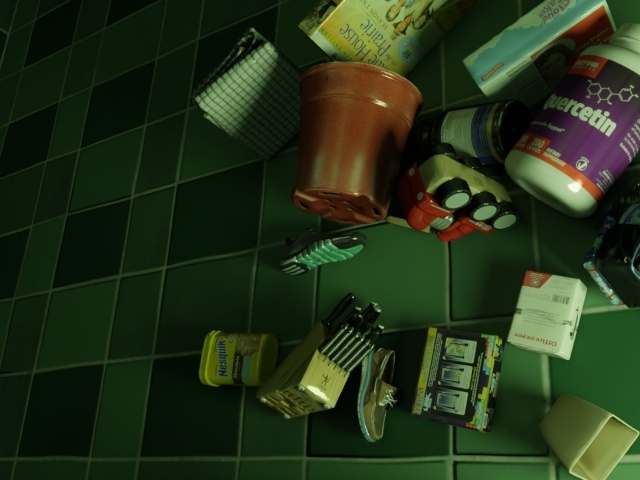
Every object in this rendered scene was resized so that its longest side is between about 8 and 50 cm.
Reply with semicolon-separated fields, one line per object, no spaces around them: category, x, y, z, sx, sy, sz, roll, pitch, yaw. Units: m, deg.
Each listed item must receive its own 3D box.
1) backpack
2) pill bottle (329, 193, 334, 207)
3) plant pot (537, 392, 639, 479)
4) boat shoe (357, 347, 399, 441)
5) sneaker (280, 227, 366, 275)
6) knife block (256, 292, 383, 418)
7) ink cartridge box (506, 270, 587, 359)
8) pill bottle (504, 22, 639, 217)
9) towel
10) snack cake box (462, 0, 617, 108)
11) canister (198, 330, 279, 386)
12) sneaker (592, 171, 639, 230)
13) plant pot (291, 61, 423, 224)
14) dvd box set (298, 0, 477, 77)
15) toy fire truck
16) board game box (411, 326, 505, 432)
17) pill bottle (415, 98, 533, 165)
backpack;0.526;0.010;1.105;0.117;0.158;0.173;4;58;56
pill bottle;0.017;-0.111;1.580;0.067;0.067;0.120;-35;54;19
plant pot;0.413;0.306;1.089;0.109;0.109;0.096;-55;37;3
boat shoe;0.115;0.295;1.330;0.066;0.066;0.183;-12;63;30
sneaker;0.000;0.000;1.537;0.224;0.083;0.098;-19;55;29
knife block;0.007;0.229;1.413;0.276;0.088;0.242;-32;23;52
ink cartridge box;0.397;0.130;1.203;0.099;0.056;0.135;10;76;39
pill bottle;0.484;-0.212;1.210;0.181;0.181;0.323;37;94;40
towel;-0.150;-0.352;1.667;0.235;0.284;0.121;-39;51;15
snack cake box;0.430;-0.366;1.336;0.264;0.152;0.089;-34;54;19
canister;-0.183;0.269;1.555;0.170;0.073;0.126;-5;68;33
sneaker;0.557;-0.063;1.175;0.170;0.051;0.089;-45;46;7
plant pot;0.061;-0.189;1.448;0.272;0.272;0.265;0;71;36
dvd box set;0.186;-0.528;1.485;0.420;0.308;0.062;-45;53;10
toy fire truck;0.217;-0.063;1.334;0.246;0.217;0.158;-41;48;34
board game box;0.253;0.253;1.261;0.141;0.048;0.170;3;72;39
pill bottle;0.301;-0.208;1.369;0.219;0.123;0.122;3;71;51
